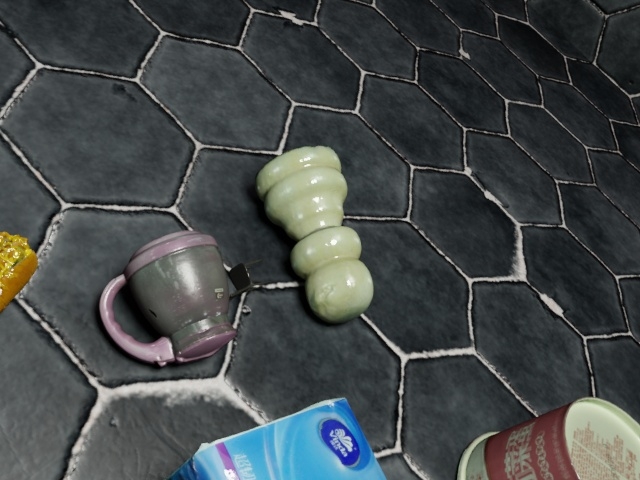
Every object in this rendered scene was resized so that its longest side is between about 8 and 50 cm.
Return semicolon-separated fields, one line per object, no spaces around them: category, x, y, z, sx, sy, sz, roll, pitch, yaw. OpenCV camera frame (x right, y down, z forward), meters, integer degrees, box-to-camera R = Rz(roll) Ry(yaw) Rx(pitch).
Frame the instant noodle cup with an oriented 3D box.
instant noodle cup;0.319;0.319;0.871;0.234;0.178;0.235;20;43;-20

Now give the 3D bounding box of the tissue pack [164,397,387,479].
tissue pack;-0.014;0.316;0.667;0.198;0.146;0.263;-9;60;-40

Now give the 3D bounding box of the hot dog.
hot dog;-0.365;0.052;0.720;0.071;0.045;0.165;33;44;-4

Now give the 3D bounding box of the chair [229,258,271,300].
chair;-0.107;0.054;0.905;0.086;0.037;0.042;-25;83;-49

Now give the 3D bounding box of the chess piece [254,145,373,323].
chess piece;0.000;0.000;0.967;0.133;0.133;0.243;-2;61;-36

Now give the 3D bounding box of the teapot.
teapot;-0.169;0.073;0.795;0.148;0.116;0.146;-13;73;-45
